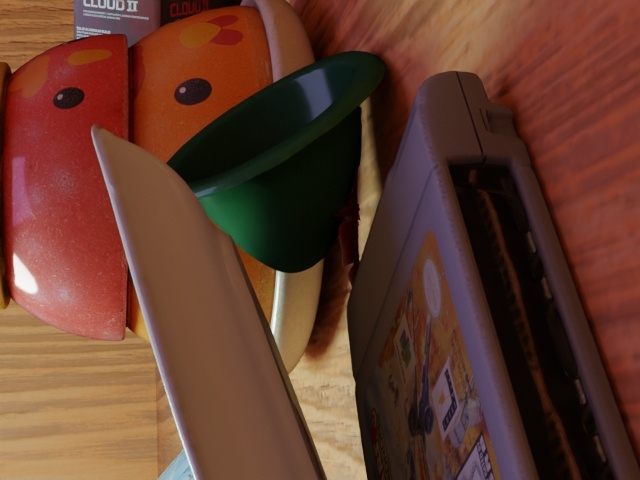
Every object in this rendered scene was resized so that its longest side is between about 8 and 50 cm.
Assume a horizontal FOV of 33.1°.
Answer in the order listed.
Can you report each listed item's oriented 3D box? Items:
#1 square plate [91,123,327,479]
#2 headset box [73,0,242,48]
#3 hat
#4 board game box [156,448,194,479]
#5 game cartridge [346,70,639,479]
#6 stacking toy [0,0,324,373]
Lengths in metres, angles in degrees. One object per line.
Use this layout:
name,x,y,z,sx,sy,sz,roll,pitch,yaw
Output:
square plate,-0.017,0.147,0.592,0.344,0.049,0.347,76,173,-68
headset box,-0.167,-0.179,1.181,0.218,0.110,0.293,-35,-48,-63
hat,0.000,0.000,0.732,0.173,0.208,0.184,-13,117,41
board game box,-0.171,0.362,1.115,0.319,0.066,0.318,-49,15,-1
game cartridge,0.068,0.095,0.490,0.198,0.062,0.297,110,156,-48
stacking toy,-0.247,-0.042,0.914,0.350,0.479,0.351,179,90,-77
